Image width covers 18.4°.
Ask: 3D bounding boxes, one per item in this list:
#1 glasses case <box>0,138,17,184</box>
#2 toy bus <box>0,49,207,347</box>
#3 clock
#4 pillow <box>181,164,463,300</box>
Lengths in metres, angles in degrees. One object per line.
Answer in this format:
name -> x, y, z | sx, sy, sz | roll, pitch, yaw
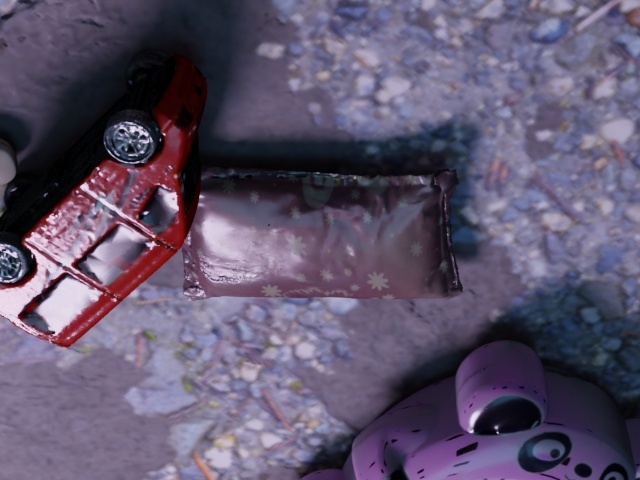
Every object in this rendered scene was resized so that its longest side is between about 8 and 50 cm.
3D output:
glasses case -> -0.227, -0.045, 1.209 | 0.083, 0.021, 0.032 | -8, 130, 5
toy bus -> -0.125, -0.024, 1.185 | 0.089, 0.081, 0.195 | 38, 120, -19
clock -> 0.115, 0.189, 1.395 | 0.227, 0.090, 0.248 | 29, 122, -26
pillow -> 0.000, 0.000, 1.248 | 0.185, 0.043, 0.118 | -2, 132, -1
